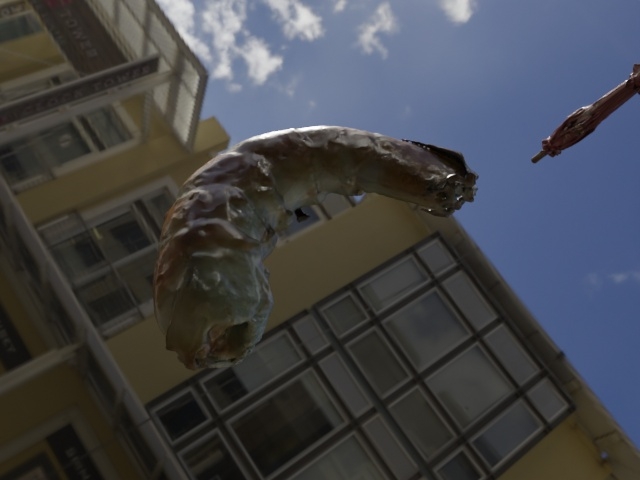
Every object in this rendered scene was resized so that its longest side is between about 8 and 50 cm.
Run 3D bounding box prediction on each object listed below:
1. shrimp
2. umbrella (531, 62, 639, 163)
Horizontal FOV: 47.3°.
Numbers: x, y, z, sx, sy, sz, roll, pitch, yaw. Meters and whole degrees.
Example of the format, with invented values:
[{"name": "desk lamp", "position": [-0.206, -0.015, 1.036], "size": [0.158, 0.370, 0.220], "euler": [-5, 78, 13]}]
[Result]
[{"name": "shrimp", "position": [0.000, 0.000, 0.375], "size": [0.049, 0.166, 0.161], "euler": [84, 7, -47]}, {"name": "umbrella", "position": [0.241, -0.110, 0.663], "size": [0.025, 0.027, 0.165], "euler": [33, -30, -7]}]
